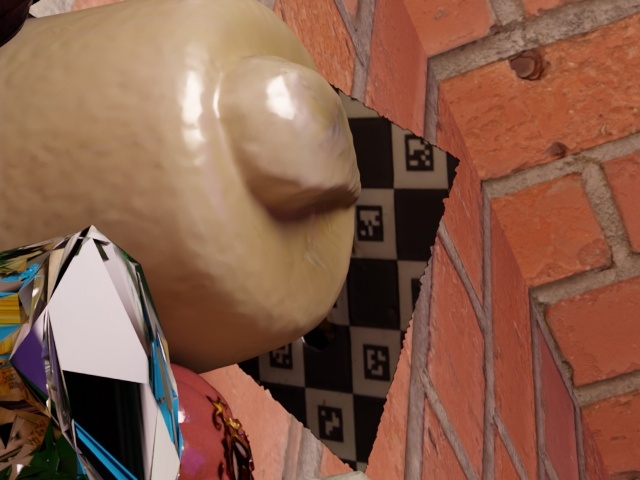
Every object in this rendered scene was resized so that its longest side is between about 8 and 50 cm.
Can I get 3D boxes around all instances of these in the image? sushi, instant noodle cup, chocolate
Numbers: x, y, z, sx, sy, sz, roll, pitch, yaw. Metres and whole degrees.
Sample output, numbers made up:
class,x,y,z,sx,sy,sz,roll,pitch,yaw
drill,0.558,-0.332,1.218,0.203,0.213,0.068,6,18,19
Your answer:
class,x,y,z,sx,sy,sz,roll,pitch,yaw
sushi,0.000,0.000,1.389,0.059,0.294,0.292,-7,34,-45
instant noodle cup,-0.199,0.105,0.987,0.240,0.178,0.240,-17,90,-74
chocolate,-0.107,-0.044,1.253,0.326,0.297,0.314,-58,133,-70

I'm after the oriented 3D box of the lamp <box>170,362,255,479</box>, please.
class,x,y,z,sx,sy,sz,roll,pitch,yaw
lamp,-0.119,0.177,1.145,0.182,0.140,0.182,-14,90,-83

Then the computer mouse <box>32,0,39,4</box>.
class,x,y,z,sx,sy,sz,roll,pitch,yaw
computer mouse,-0.215,-0.277,1.248,0.137,0.086,0.269,69,-24,14

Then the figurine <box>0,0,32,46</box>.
class,x,y,z,sx,sy,sz,roll,pitch,yaw
figurine,-0.291,-0.251,1.104,0.281,0.167,0.370,67,6,-55

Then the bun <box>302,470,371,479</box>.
class,x,y,z,sx,sy,sz,roll,pitch,yaw
bun,-0.020,0.334,1.297,0.187,0.293,0.293,3,64,-32
